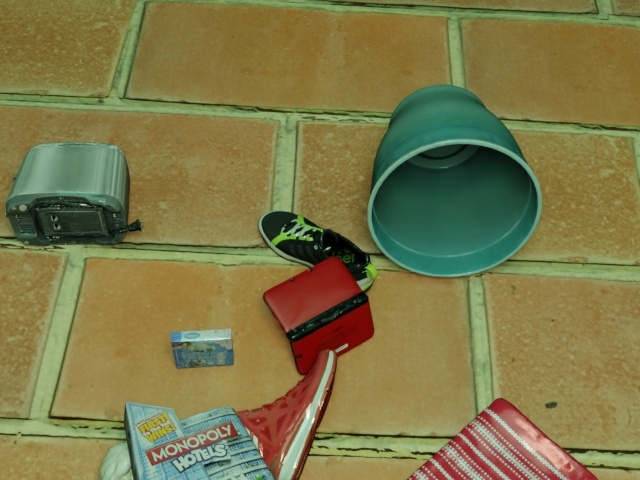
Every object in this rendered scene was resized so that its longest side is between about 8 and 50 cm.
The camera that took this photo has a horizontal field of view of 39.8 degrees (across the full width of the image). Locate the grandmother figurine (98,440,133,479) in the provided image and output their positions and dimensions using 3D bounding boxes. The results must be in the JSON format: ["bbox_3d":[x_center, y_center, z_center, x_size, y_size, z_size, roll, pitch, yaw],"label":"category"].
[{"bbox_3d":[-0.174,0.391,1.177,0.342,0.104,0.208,37,33,25],"label":"grandmother figurine"}]

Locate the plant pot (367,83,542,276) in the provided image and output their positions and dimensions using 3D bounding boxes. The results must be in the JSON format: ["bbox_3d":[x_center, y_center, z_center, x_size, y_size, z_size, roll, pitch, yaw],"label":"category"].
[{"bbox_3d":[0.210,-0.124,1.476,0.272,0.271,0.255,2,40,-1],"label":"plant pot"}]

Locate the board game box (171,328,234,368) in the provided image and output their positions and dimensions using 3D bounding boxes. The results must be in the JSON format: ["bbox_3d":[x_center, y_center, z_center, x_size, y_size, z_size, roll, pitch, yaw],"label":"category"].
[{"bbox_3d":[-0.177,0.165,1.339,0.090,0.090,0.020,-4,56,-5],"label":"board game box"}]

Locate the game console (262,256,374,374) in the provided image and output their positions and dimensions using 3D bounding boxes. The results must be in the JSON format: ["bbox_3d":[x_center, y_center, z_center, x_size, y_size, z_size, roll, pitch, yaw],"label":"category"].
[{"bbox_3d":[-0.002,0.118,1.382,0.144,0.124,0.085,-27,37,-20],"label":"game console"}]

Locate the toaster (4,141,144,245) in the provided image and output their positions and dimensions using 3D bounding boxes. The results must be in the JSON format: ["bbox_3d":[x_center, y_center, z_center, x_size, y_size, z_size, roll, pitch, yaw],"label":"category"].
[{"bbox_3d":[-0.407,-0.080,1.485,0.227,0.129,0.146,-2,52,-2],"label":"toaster"}]

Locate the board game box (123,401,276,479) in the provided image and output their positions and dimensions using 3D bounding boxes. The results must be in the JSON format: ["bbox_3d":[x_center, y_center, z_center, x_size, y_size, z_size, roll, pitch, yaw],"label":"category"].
[{"bbox_3d":[-0.176,0.287,1.171,0.194,0.060,0.194,-16,51,-30],"label":"board game box"}]

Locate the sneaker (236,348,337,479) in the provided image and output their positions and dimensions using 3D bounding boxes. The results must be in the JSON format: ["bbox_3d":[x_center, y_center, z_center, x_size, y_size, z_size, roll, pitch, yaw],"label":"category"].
[{"bbox_3d":[-0.060,0.241,1.294,0.128,0.087,0.221,18,54,8],"label":"sneaker"}]

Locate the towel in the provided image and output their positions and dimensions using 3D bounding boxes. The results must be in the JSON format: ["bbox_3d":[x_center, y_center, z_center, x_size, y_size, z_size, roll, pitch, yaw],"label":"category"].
[{"bbox_3d":[0.239,0.366,1.250,0.275,0.031,0.199,-35,62,-25],"label":"towel"}]

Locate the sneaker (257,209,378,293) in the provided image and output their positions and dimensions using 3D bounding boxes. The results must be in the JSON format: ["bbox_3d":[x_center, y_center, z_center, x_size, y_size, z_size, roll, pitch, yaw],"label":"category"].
[{"bbox_3d":[0.000,0.000,1.463,0.235,0.097,0.084,31,58,18],"label":"sneaker"}]
